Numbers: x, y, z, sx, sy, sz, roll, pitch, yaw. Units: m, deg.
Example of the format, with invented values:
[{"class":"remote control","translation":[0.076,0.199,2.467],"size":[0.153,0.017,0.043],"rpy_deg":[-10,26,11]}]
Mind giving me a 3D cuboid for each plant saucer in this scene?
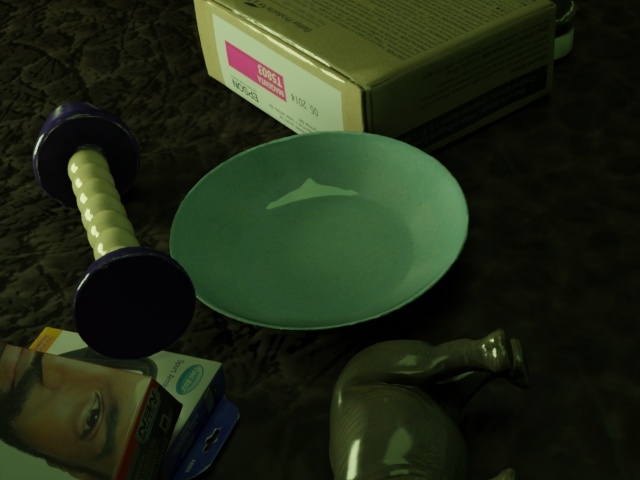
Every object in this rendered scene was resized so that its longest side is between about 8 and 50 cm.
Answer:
[{"class":"plant saucer","translation":[0.000,0.000,0.741],"size":[0.195,0.037,0.195],"rpy_deg":[-5,41,4]}]

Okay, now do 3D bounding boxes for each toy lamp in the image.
[{"class":"toy lamp","translation":[-0.144,-0.022,0.750],"size":[0.080,0.080,0.274],"rpy_deg":[-14,33,-12]}]

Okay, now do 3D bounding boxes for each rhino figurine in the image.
[{"class":"rhino figurine","translation":[0.047,0.133,0.533],"size":[0.106,0.073,0.243],"rpy_deg":[-14,35,17]}]

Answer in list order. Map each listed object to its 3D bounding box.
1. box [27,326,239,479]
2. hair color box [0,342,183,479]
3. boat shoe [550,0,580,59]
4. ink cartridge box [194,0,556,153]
[{"class":"box","translation":[-0.117,0.095,0.645],"size":[0.136,0.028,0.081],"rpy_deg":[7,38,19]},{"class":"hair color box","translation":[-0.167,0.104,0.590],"size":[0.167,0.053,0.093],"rpy_deg":[9,67,18]},{"class":"boat shoe","translation":[0.138,-0.265,1.040],"size":[0.109,0.091,0.305],"rpy_deg":[-16,38,-14]},{"class":"ink cartridge box","translation":[0.040,-0.162,0.919],"size":[0.193,0.088,0.235],"rpy_deg":[-28,43,-25]}]
